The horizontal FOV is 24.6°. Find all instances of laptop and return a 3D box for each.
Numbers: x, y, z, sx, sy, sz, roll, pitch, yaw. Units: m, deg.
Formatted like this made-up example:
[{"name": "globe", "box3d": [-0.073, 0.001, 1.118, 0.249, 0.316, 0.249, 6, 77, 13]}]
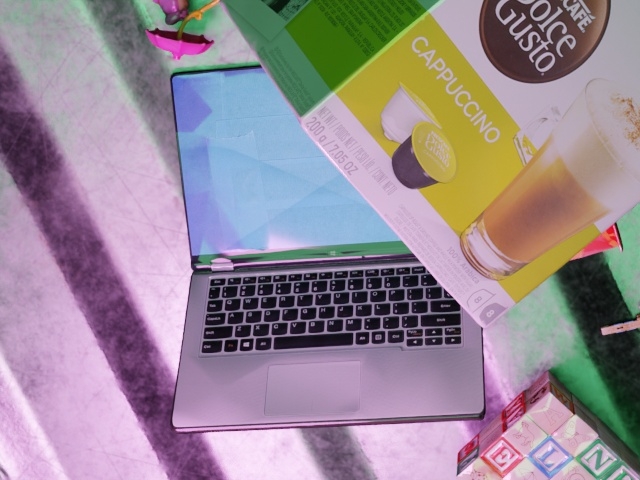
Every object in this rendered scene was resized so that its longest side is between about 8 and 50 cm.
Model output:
[{"name": "laptop", "box3d": [0.000, 0.000, 1.805, 0.382, 0.408, 0.236, -4, 137, 8]}]

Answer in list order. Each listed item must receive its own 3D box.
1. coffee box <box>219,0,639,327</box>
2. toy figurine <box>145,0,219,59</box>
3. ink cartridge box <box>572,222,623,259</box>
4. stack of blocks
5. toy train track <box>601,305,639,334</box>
[{"name": "coffee box", "box3d": [0.153, -0.189, 1.561, 0.334, 0.338, 0.337, -40, 122, 6]}, {"name": "toy figurine", "box3d": [-0.156, -0.305, 1.816, 0.159, 0.130, 0.173, -38, 75, 23]}, {"name": "ink cartridge box", "box3d": [0.300, -0.061, 1.747, 0.078, 0.231, 0.134, -17, 101, 11]}, {"name": "stack of blocks", "box3d": [0.342, 0.337, 1.915, 0.297, 0.087, 0.171, 44, 104, -5]}, {"name": "toy train track", "box3d": [0.403, 0.106, 1.889, 0.083, 0.014, 0.048, -14, 109, 16]}]
